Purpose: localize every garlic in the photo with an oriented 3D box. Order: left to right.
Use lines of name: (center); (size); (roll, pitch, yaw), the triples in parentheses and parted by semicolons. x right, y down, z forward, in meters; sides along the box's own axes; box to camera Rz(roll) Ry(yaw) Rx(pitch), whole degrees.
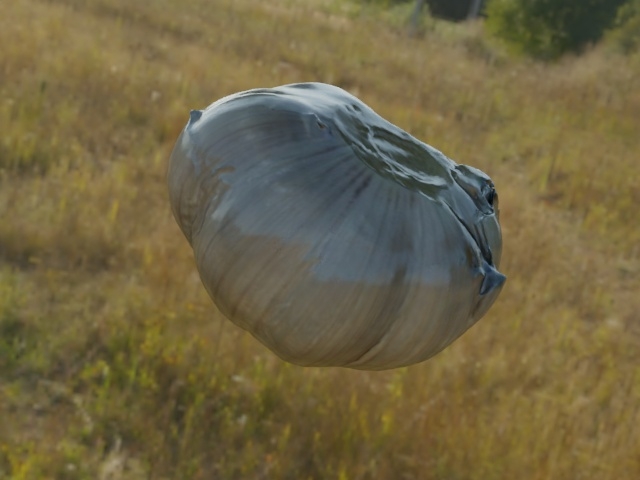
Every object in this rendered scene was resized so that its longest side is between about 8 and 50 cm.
garlic: (0.007, -0.013, 1.162); (0.322, 0.241, 0.322); (23, 3, -1)
